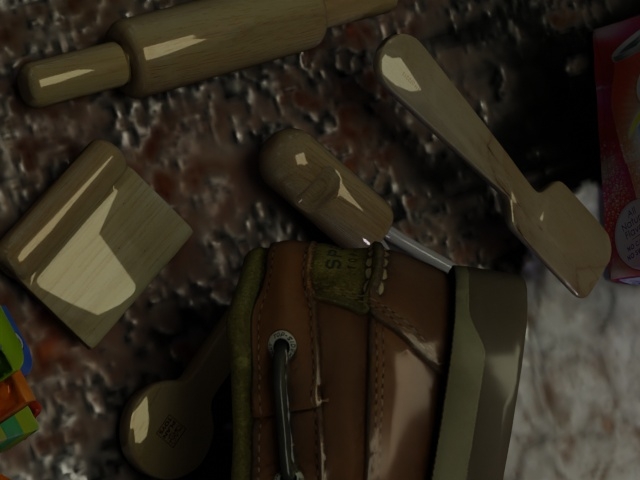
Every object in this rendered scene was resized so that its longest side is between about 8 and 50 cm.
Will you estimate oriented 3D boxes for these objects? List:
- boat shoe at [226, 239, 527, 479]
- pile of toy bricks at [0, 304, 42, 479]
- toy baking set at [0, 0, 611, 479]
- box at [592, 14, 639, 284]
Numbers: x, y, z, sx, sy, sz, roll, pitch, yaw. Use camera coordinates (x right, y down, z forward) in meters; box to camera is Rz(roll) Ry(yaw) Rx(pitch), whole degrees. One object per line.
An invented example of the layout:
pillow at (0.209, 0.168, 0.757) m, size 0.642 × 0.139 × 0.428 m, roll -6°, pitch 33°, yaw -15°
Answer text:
boat shoe at (-0.007, 0.152, 0.621) m, size 0.104 × 0.111 × 0.307 m, roll 10°, pitch 85°, yaw -1°
pile of toy bricks at (-0.126, 0.051, 0.556) m, size 0.212 × 0.118 × 0.105 m, roll 61°, pitch 25°, yaw 8°
toy baking set at (-0.003, -0.006, 0.688) m, size 0.256 × 0.030 × 0.197 m, roll -24°, pitch 102°, yaw -30°
box at (0.262, -0.041, 0.823) m, size 0.257 × 0.128 × 0.122 m, roll 4°, pitch 80°, yaw -35°
